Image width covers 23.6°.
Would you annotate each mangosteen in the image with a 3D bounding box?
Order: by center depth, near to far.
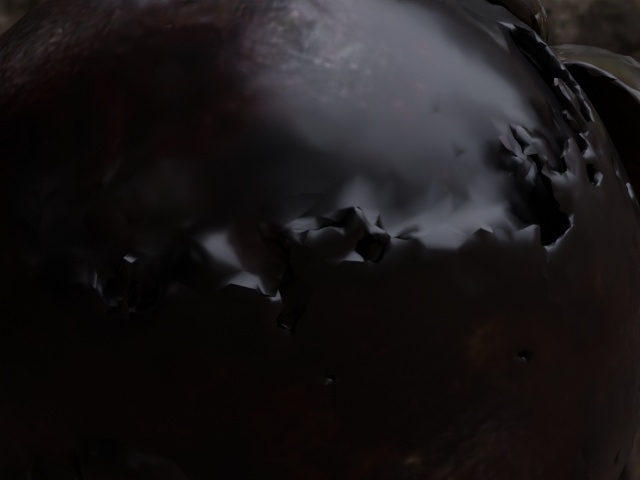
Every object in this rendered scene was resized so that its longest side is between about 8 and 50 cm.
[{"bbox_3d":[0.003,0.023,0.797,0.381,0.381,0.421,-5,11,43],"label":"mangosteen"}]
